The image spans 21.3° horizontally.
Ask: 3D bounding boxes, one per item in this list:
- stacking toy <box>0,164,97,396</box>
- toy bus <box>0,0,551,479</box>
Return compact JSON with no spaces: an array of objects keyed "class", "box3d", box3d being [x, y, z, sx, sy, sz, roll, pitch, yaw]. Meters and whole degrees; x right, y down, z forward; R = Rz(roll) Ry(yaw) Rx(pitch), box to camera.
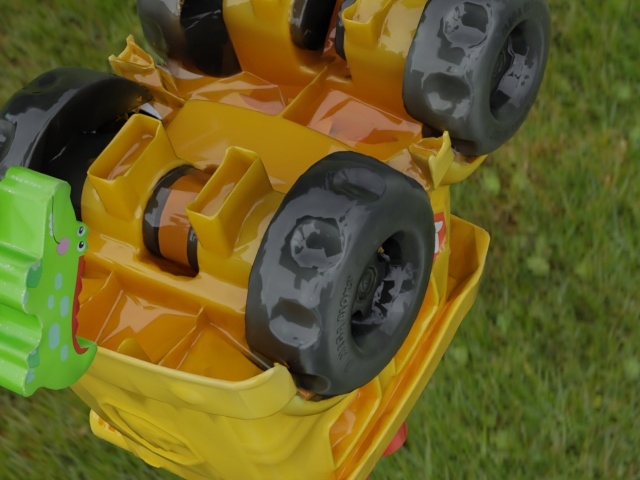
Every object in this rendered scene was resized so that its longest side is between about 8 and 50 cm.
[{"class":"stacking toy","box3d":[-0.133,0.060,0.506,0.167,0.052,0.221,19,117,29]},{"class":"toy bus","box3d":[0.000,0.000,0.640,0.149,0.211,0.220,18,61,30]}]
